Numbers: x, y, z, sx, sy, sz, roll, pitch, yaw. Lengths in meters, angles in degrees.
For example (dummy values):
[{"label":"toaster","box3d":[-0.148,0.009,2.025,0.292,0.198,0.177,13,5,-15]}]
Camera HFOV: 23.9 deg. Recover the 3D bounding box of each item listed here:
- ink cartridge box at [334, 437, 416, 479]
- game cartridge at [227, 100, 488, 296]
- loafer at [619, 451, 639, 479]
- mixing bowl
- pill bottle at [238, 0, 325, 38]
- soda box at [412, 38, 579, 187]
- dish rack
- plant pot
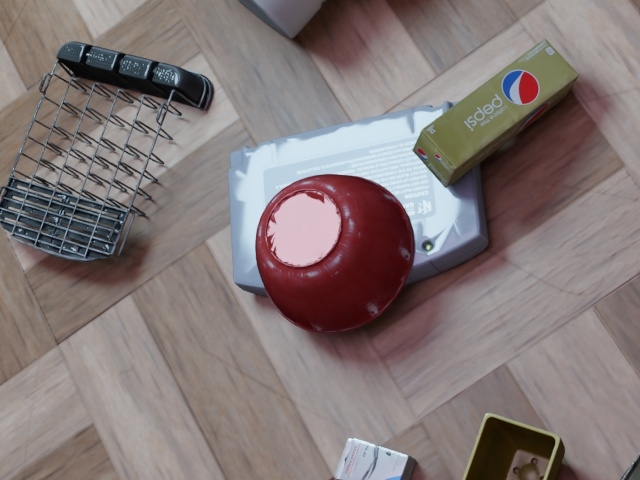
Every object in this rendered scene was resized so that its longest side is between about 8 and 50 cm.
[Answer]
[{"label":"ink cartridge box","box3d":[0.054,0.241,1.607,0.083,0.028,0.048,15,79,26]},{"label":"game cartridge","box3d":[0.039,-0.036,1.693,0.294,0.060,0.196,-11,66,19]},{"label":"loafer","box3d":[0.347,0.213,1.460,0.094,0.087,0.251,32,87,28]},{"label":"mixing bowl","box3d":[0.000,0.000,1.614,0.181,0.098,0.181,-7,70,20]},{"label":"pill bottle","box3d":[0.022,-0.440,1.737,0.224,0.224,0.392,41,90,28]},{"label":"soda box","box3d":[0.187,-0.136,1.618,0.181,0.061,0.058,-37,79,-17]},{"label":"dish rack","box3d":[-0.272,-0.106,1.837,0.208,0.074,0.271,16,81,27]},{"label":"plant pot","box3d":[0.201,0.229,1.518,0.081,0.083,0.081,16,80,27]}]
